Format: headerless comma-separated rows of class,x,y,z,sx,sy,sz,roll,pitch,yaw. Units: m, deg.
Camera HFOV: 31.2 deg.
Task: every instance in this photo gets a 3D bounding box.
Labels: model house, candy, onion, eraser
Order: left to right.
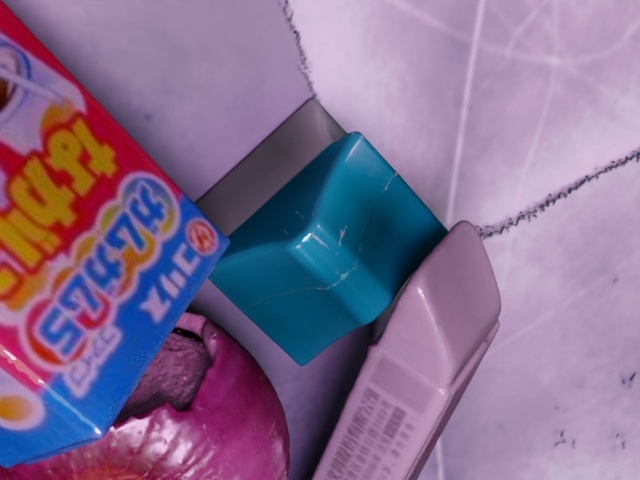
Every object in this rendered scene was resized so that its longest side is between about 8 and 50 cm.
candy,-0.203,-0.040,0.591,0.100,0.157,0.306,-22,118,42
onion,-0.121,0.153,0.728,0.207,0.200,0.200,-35,120,-21
model house,0.000,0.000,0.712,0.127,0.149,0.100,-42,115,4
eraser,0.042,0.139,0.768,0.061,0.089,0.352,32,131,12
